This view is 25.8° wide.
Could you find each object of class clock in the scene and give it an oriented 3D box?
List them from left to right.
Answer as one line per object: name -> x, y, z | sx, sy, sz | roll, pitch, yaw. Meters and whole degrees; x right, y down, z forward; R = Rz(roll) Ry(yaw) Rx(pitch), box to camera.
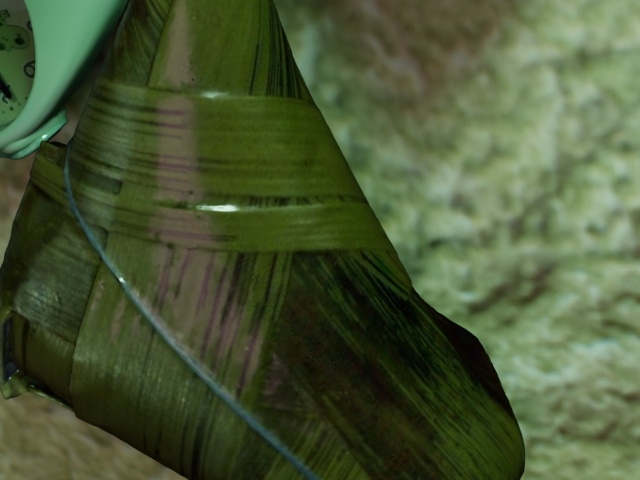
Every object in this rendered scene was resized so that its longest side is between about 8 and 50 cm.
clock -> -0.183, -0.115, 0.698 | 0.159, 0.066, 0.211 | 36, 127, 2

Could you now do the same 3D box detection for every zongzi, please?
zongzi -> 0.000, 0.000, 0.641 | 0.286, 0.138, 0.300 | 29, 124, 4
